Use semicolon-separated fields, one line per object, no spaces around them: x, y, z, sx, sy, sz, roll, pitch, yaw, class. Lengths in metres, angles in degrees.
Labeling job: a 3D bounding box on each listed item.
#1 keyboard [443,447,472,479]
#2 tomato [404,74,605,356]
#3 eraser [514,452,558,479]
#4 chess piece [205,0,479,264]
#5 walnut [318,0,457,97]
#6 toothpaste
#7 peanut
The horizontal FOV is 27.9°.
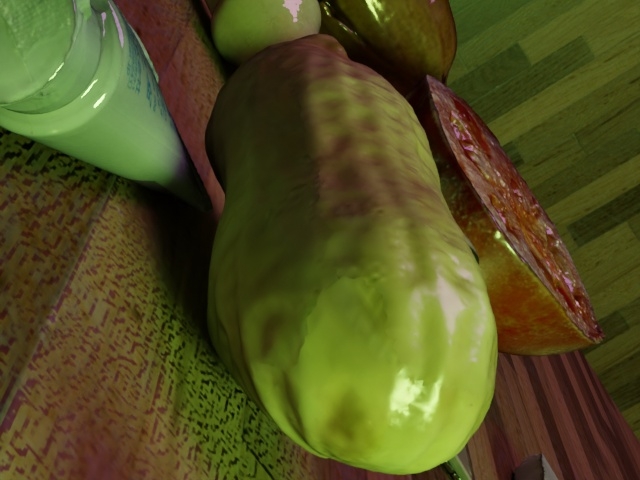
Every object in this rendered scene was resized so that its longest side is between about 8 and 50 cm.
0.100;0.142;1.070;0.055;0.017;0.166;60;10;-19;keyboard
0.153;-0.009;1.384;0.338;0.144;0.338;50;16;-20;tomato
0.252;0.320;1.198;0.230;0.038;0.157;59;10;1;eraser
-0.007;-0.109;1.044;0.117;0.117;0.397;43;18;-54;chess piece
0.061;-0.297;1.616;0.336;0.209;0.209;56;11;-5;walnut
-0.108;-0.075;0.634;0.114;0.073;0.299;62;4;6;toothpaste
0.000;0.000;0.683;0.147;0.148;0.318;50;13;-37;peanut
